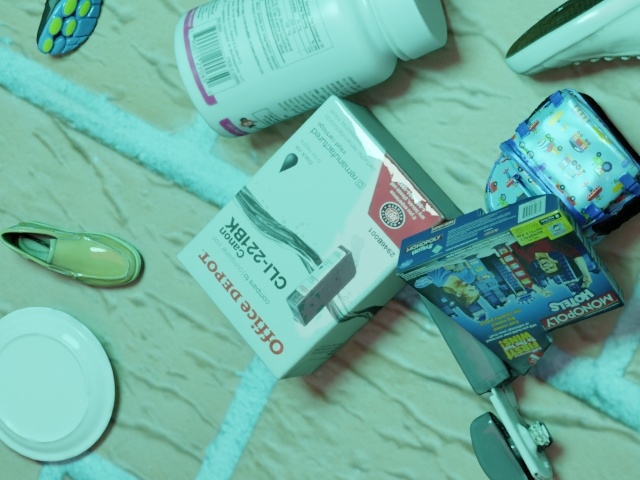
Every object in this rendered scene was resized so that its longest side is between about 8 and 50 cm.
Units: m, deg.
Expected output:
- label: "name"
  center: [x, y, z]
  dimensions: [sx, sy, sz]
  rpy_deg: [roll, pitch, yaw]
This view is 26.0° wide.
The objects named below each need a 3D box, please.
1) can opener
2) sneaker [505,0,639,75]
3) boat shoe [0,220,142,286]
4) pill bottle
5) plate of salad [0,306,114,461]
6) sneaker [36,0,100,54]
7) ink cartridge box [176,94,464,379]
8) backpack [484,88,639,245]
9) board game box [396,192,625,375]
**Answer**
- label: "can opener"
  center: [0.176, 0.152, 1.540]
  dimensions: [0.093, 0.074, 0.280]
  rpy_deg: [-29, 78, 19]
- label: "sneaker"
  center: [0.339, -0.221, 1.478]
  dimensions: [0.290, 0.106, 0.123]
  rpy_deg: [-23, 109, 32]
- label: "boat shoe"
  center: [-0.319, 0.018, 1.741]
  dimensions: [0.190, 0.072, 0.068]
  rpy_deg: [10, 91, 21]
- label: "pill bottle"
  center: [-0.010, -0.235, 1.583]
  dimensions: [0.283, 0.160, 0.160]
  rpy_deg: [-19, 81, 20]
- label: "plate of salad"
  center: [-0.349, 0.181, 1.761]
  dimensions: [0.199, 0.048, 0.200]
  rpy_deg: [2, 98, 17]
- label: "sneaker"
  center: [-0.322, -0.328, 1.769]
  dimensions: [0.078, 0.067, 0.188]
  rpy_deg: [21, 98, 42]
- label: "ink cartridge box"
  center: [0.000, 0.000, 1.594]
  dimensions: [0.273, 0.114, 0.197]
  rpy_deg: [-45, 74, 15]
- label: "backpack"
  center: [0.254, -0.060, 1.497]
  dimensions: [0.173, 0.117, 0.158]
  rpy_deg: [-40, 74, 18]
- label: "board game box"
  center: [0.214, 0.050, 1.471]
  dimensions: [0.194, 0.060, 0.194]
  rpy_deg: [-22, 124, 28]
